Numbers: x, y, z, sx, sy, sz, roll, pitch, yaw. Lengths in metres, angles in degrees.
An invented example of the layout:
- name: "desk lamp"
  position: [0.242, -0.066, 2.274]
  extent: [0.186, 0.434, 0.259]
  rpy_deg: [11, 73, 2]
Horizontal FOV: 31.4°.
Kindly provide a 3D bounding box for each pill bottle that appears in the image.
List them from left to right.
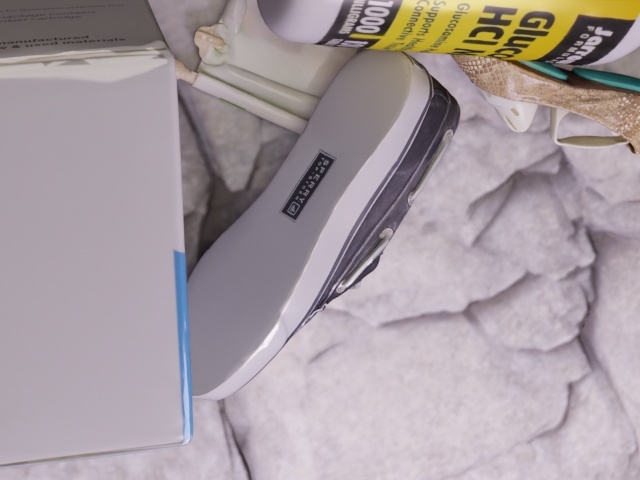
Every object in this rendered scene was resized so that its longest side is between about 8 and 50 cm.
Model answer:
- name: "pill bottle"
  position: [0.132, -0.219, 0.789]
  extent: [0.334, 0.188, 0.187]
  rpy_deg: [2, 99, -16]

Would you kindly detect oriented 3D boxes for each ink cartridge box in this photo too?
- name: "ink cartridge box"
  position: [-0.161, -0.046, 0.681]
  extent: [0.129, 0.307, 0.223]
  rpy_deg: [-6, 116, -12]

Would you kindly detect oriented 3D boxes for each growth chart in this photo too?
- name: "growth chart"
  position: [0.011, -0.188, 0.870]
  extent: [0.172, 0.021, 0.237]
  rpy_deg: [29, 92, -18]

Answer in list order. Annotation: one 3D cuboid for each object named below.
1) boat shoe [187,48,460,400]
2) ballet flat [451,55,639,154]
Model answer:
- name: "boat shoe"
  position: [0.000, 0.000, 0.864]
  extent: [0.102, 0.108, 0.301]
  rpy_deg: [29, 94, -45]
- name: "ballet flat"
  position: [0.185, -0.112, 0.907]
  extent: [0.206, 0.073, 0.067]
  rpy_deg: [14, 110, -13]
